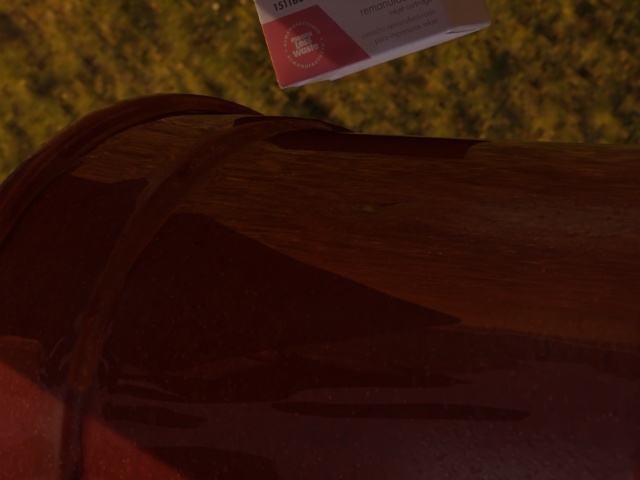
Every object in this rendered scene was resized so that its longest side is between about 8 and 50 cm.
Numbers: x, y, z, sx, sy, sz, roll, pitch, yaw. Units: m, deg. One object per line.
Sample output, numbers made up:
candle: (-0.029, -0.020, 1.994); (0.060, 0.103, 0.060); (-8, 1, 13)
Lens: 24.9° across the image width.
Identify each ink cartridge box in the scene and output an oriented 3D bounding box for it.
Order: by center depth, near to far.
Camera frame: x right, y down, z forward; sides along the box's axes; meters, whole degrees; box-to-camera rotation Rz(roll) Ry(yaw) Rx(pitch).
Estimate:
ink cartridge box: (0.009, -0.198, 0.823); (0.115, 0.067, 0.198); (-16, 92, 29)

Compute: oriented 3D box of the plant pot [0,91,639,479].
plant pot: (0.047, 0.075, 0.512); (0.265, 0.272, 0.272); (0, 140, 40)
